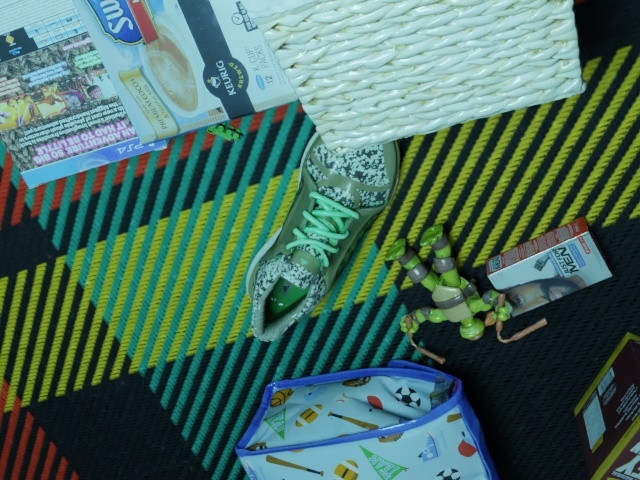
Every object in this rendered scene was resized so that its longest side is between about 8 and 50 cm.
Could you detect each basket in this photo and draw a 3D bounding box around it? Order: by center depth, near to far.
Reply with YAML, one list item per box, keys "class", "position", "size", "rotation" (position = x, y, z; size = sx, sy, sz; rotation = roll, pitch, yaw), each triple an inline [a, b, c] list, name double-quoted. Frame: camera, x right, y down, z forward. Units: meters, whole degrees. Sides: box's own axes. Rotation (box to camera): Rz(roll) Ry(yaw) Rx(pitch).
- class: "basket"
  position: [0.104, -0.311, 0.961]
  size: [0.332, 0.328, 0.266]
  rotation: [-13, 135, 13]

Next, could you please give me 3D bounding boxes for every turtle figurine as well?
- class: "turtle figurine"
  position: [0.215, 0.080, 1.328]
  size: [0.270, 0.087, 0.217]
  rotation: [-17, 113, 48]

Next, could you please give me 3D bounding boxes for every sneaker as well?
- class: "sneaker"
  position: [0.000, 0.000, 1.264]
  size: [0.158, 0.182, 0.410]
  rotation: [23, 120, -5]

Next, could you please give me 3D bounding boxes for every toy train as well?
- class: "toy train"
  position: [-0.160, -0.172, 1.282]
  size: [0.083, 0.017, 0.023]
  rotation: [26, 130, -8]

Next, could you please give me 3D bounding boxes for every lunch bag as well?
- class: "lunch bag"
  position: [0.107, 0.393, 1.450]
  size: [0.386, 0.239, 0.327]
  rotation: [-13, 116, 23]

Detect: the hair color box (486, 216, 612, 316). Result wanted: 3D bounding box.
- class: "hair color box"
  position: [0.356, 0.043, 1.316]
  size: [0.167, 0.053, 0.093]
  rotation: [-27, 114, 22]

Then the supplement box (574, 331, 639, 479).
- class: "supplement box"
  position: [0.525, 0.293, 1.355]
  size: [0.129, 0.194, 0.191]
  rotation: [20, 121, -4]

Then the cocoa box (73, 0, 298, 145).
- class: "cocoa box"
  position: [-0.169, -0.338, 1.062]
  size: [0.228, 0.231, 0.347]
  rotation: [-14, 117, 16]

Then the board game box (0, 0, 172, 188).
- class: "board game box"
  position: [-0.359, -0.254, 1.189]
  size: [0.232, 0.141, 0.290]
  rotation: [-14, 117, 15]
